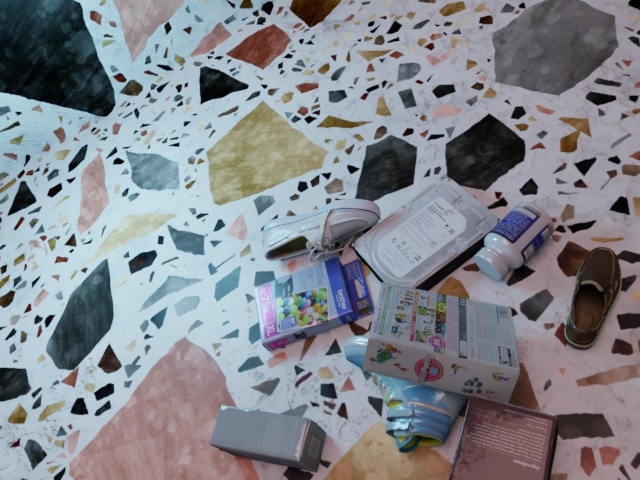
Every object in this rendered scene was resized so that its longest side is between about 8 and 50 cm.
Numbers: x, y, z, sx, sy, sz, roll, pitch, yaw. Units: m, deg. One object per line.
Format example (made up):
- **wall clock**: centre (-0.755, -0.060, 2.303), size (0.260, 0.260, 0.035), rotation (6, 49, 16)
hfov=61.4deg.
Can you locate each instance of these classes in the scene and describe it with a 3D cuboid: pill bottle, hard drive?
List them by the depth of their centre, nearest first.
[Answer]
- **pill bottle**: centre (0.473, 0.004, 1.330), size (0.186, 0.112, 0.112), rotation (-43, 52, -9)
- **hard drive**: centre (0.283, -0.006, 1.450), size (0.339, 0.064, 0.237), rotation (-35, 52, -4)

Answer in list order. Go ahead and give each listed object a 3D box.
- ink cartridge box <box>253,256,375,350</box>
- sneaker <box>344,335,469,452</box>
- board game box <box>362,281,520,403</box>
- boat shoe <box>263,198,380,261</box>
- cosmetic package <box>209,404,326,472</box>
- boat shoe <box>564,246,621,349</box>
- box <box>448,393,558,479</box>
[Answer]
- **ink cartridge box**: centre (-0.023, 0.162, 1.467), size (0.311, 0.065, 0.186), rotation (-20, 53, 7)
- **sneaker**: centre (0.161, 0.350, 1.219), size (0.319, 0.127, 0.208), rotation (15, 63, 31)
- **board game box**: centre (0.261, 0.214, 1.179), size (0.303, 0.098, 0.224), rotation (12, 29, 9)
- **boat shoe**: centre (-0.005, -0.004, 1.523), size (0.367, 0.136, 0.156), rotation (-11, 54, 20)
- **cosmetic package**: centre (-0.122, 0.463, 1.262), size (0.238, 0.127, 0.107), rotation (4, 60, 23)
- **boat shoe**: centre (0.616, 0.115, 1.205), size (0.095, 0.095, 0.257), rotation (11, 63, 29)
- **box**: centre (0.358, 0.437, 1.048), size (0.167, 0.168, 0.203), rotation (9, 62, 28)
